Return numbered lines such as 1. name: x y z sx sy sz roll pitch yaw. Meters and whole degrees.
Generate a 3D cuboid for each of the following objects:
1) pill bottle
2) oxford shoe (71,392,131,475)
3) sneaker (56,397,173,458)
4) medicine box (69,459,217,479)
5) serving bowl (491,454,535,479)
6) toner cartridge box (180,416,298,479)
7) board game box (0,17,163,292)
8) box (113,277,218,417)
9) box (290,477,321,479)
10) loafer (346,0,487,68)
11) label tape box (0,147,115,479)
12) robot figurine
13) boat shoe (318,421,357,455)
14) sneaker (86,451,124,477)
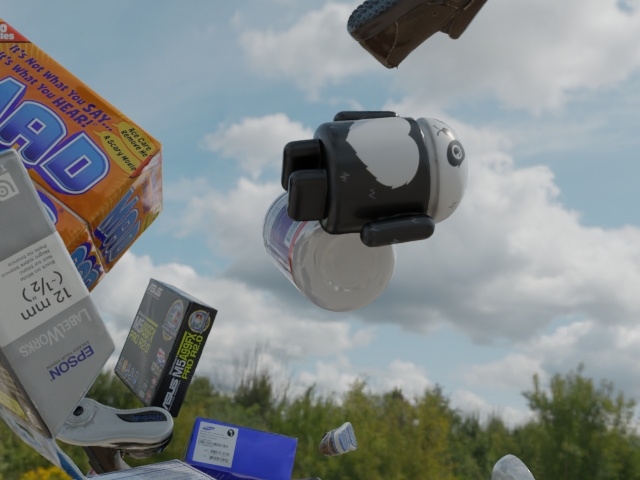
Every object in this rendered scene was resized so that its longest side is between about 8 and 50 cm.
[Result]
1. pill bottle: 0.000 0.000 1.360 0.181 0.182 0.323 14 9 -20
2. oxford shoe: -0.397 0.375 1.396 0.083 0.096 0.227 27 -32 57
3. sneaker: -0.359 0.330 1.274 0.216 0.079 0.121 7 -36 -4
4. medicine box: -0.201 0.390 0.885 0.289 0.149 0.263 10 3 43
5. serving bowl: 0.198 0.265 0.771 0.027 0.083 0.083 -16 -14 -14
6. toner cartridge box: -0.155 0.385 1.287 0.165 0.075 0.348 16 -26 -7
7. board game box: -0.527 -0.086 1.317 0.356 0.356 0.356 38 -18 0
8. box: -0.313 0.203 1.486 0.060 0.216 0.270 22 -3 -30
9. box: -0.180 0.744 1.778 0.394 0.318 0.097 -9 -32 10
10. loafer: 0.226 -0.429 1.325 0.365 0.134 0.130 -28 -56 10
11. label tape box: -0.346 0.075 0.833 0.249 0.115 0.348 6 -55 49
12. robot figurine: 0.083 -0.100 1.128 0.278 0.209 0.173 -5 3 -10
13. boat shoe: 0.038 0.465 1.748 0.066 0.066 0.183 -19 -16 10
14. sneaker: -0.421 0.452 1.528 0.057 0.119 0.047 45 -35 -17
